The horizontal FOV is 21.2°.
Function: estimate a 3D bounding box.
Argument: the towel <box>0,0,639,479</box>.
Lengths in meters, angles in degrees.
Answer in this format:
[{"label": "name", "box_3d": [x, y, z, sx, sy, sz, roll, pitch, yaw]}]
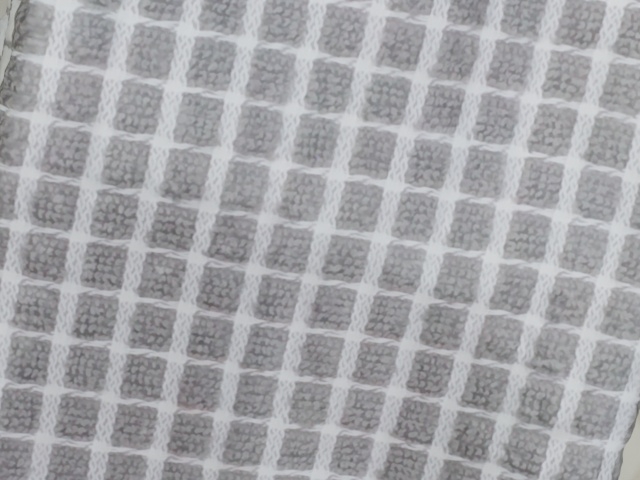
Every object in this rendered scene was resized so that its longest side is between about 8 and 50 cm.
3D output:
[{"label": "towel", "box_3d": [0.000, 0.000, 0.566, 0.235, 0.121, 0.284, 10, 103, -12]}]
